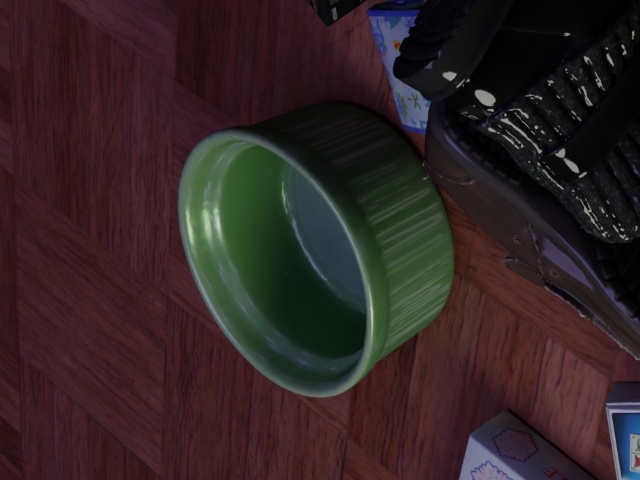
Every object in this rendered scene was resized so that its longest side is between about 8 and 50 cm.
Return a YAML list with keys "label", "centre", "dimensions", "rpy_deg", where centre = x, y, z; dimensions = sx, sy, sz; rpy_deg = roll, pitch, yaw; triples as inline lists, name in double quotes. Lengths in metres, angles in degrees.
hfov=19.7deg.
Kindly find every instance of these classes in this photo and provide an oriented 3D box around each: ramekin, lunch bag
- label: "ramekin"
  centre: [0.000, 0.000, 1.961]
  dimensions: [0.303, 0.148, 0.303]
  rpy_deg: [30, 133, 37]
- label: "lunch bag"
  centre: [0.120, -0.170, 1.745]
  dimensions: [0.151, 0.096, 0.129]
  rpy_deg: [-3, 110, 42]

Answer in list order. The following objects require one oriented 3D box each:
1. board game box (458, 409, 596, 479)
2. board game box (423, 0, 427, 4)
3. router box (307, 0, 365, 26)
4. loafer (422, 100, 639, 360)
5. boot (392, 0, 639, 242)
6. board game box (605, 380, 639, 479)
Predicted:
- label: "board game box"
  centre: [0.264, 0.392, 1.958]
  dimensions: [0.318, 0.066, 0.318]
  rpy_deg: [37, 137, 31]
- label: "board game box"
  centre: [0.158, -0.270, 1.581]
  dimensions: [0.039, 0.160, 0.211]
  rpy_deg: [-123, 19, -66]
- label: "router box"
  centre: [-0.042, -0.361, 1.712]
  dimensions: [0.243, 0.081, 0.309]
  rpy_deg: [54, 175, 14]
- label: "loafer"
  centre: [0.237, -0.008, 1.657]
  dimensions: [0.366, 0.134, 0.130]
  rpy_deg: [45, 155, 2]
- label: "boot"
  centre: [0.247, -0.198, 1.520]
  dimensions: [0.260, 0.348, 0.131]
  rpy_deg: [32, -176, -18]
- label: "board game box"
  centre: [0.378, 0.271, 1.682]
  dimensions: [0.193, 0.053, 0.305]
  rpy_deg: [-2, 113, 23]
